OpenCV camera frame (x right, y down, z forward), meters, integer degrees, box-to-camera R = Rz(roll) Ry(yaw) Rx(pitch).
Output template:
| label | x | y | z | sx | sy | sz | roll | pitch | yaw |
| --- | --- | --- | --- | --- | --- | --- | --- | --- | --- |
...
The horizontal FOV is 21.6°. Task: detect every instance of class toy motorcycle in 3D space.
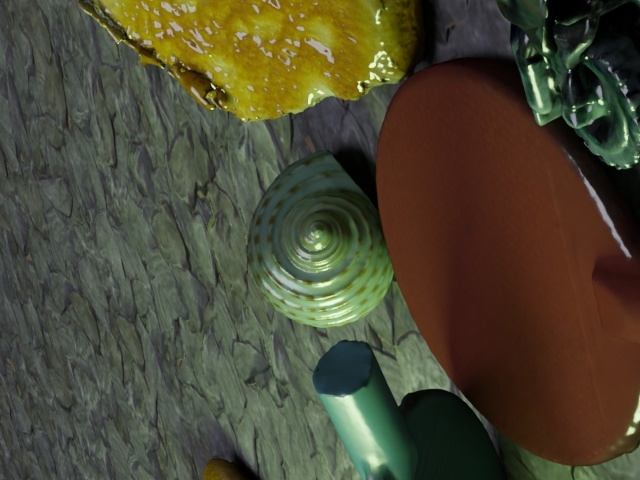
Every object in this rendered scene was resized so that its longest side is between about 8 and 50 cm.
| label | x | y | z | sx | sy | sz | roll | pitch | yaw |
| --- | --- | --- | --- | --- | --- | --- | --- | --- | --- |
| toy motorcycle | 0.110 | -0.167 | 0.862 | 0.159 | 0.106 | 0.270 | 42 | 155 | 53 |

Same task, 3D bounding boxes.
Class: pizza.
| label | x | y | z | sx | sy | sz | roll | pitch | yaw |
| --- | --- | --- | --- | --- | --- | --- | --- | --- | --- |
| pizza | -0.058 | -0.172 | 1.142 | 0.297 | 0.071 | 0.189 | -5 | 123 | 37 |

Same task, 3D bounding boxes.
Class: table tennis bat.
| label | x | y | z | sx | sy | sz | roll | pitch | yaw |
| --- | --- | --- | --- | --- | --- | --- | --- | --- | --- |
| table tennis bat | 0.141 | 0.022 | 1.012 | 0.415 | 0.051 | 0.268 | 15 | 123 | 64 |
| table tennis bat | 0.071 | 0.182 | 1.083 | 0.044 | 0.215 | 0.329 | -5 | 136 | 26 |

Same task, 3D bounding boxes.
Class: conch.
| label | x | y | z | sx | sy | sz | roll | pitch | yaw |
| --- | --- | --- | --- | --- | --- | --- | --- | --- | --- |
| conch | -0.006 | 0.000 | 1.248 | 0.153 | 0.102 | 0.135 | 143 | 120 | -69 |

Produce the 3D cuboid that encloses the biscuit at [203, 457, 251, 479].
| label | x | y | z | sx | sy | sz | roll | pitch | yaw |
| --- | --- | --- | --- | --- | --- | --- | --- | --- | --- |
| biscuit | -0.083 | 0.354 | 1.759 | 0.154 | 0.045 | 0.299 | 52 | 151 | 32 |
